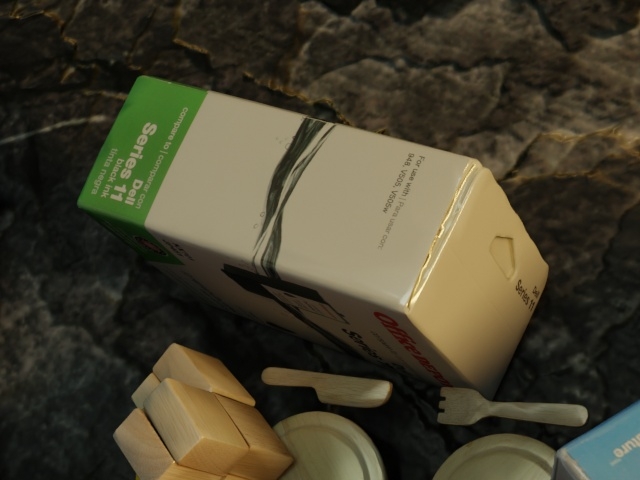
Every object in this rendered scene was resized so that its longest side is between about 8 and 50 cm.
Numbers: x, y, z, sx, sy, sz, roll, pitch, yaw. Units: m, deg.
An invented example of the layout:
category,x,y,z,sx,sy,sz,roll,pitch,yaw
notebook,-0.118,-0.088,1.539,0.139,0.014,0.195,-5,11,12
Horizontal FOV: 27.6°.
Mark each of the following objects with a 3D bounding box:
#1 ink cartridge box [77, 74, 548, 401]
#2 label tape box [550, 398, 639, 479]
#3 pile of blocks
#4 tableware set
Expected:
category,x,y,z,sx,sy,sz,roll,pitch,yaw
ink cartridge box,0.000,0.000,0.703,0.208,0.153,0.087,17,74,30
label tape box,0.285,0.164,0.476,0.249,0.115,0.347,-28,56,-18
pile of blocks,-0.099,0.224,0.639,0.149,0.113,0.362,-15,65,29
tableware set,0.048,0.141,0.680,0.194,0.039,0.128,3,75,28
